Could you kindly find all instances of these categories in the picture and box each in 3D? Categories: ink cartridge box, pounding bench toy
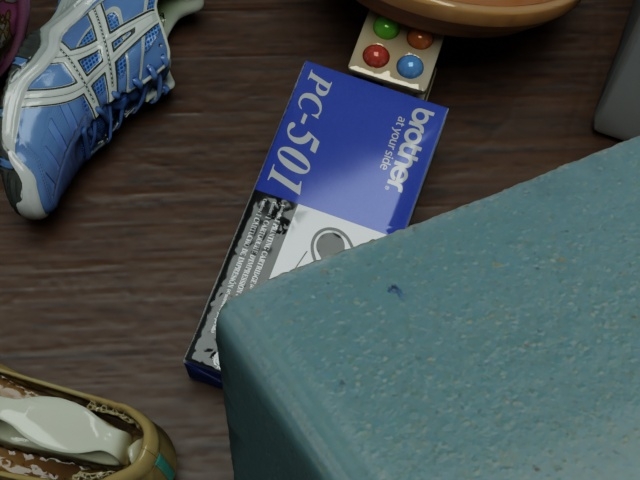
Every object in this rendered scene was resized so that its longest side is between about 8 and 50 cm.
[{"bbox_3d":[0.000,0.000,0.771,0.097,0.046,0.207,19,71,5],"label":"ink cartridge box"},{"bbox_3d":[0.053,-0.126,0.828,0.052,0.065,0.083,17,66,5],"label":"pounding bench toy"}]

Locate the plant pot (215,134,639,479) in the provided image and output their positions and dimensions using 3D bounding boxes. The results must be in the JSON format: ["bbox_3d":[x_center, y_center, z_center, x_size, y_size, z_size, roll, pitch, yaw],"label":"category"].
[{"bbox_3d":[0.121,0.147,0.570,0.247,0.247,0.252,-21,52,-17],"label":"plant pot"}]

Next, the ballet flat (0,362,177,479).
[{"bbox_3d":[-0.193,0.095,0.714,0.232,0.073,0.080,12,66,3],"label":"ballet flat"}]

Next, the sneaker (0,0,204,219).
[{"bbox_3d":[-0.140,-0.107,0.802,0.081,0.080,0.211,16,68,8],"label":"sneaker"}]

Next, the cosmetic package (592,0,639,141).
[{"bbox_3d":[0.368,-0.254,0.848,0.230,0.161,0.453,22,67,6],"label":"cosmetic package"}]

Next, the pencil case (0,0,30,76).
[{"bbox_3d":[-0.336,-0.241,0.801,0.160,0.167,0.386,-36,74,-1],"label":"pencil case"}]

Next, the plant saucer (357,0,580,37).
[{"bbox_3d":[0.081,-0.192,0.839,0.200,0.037,0.200,8,41,-7],"label":"plant saucer"}]
